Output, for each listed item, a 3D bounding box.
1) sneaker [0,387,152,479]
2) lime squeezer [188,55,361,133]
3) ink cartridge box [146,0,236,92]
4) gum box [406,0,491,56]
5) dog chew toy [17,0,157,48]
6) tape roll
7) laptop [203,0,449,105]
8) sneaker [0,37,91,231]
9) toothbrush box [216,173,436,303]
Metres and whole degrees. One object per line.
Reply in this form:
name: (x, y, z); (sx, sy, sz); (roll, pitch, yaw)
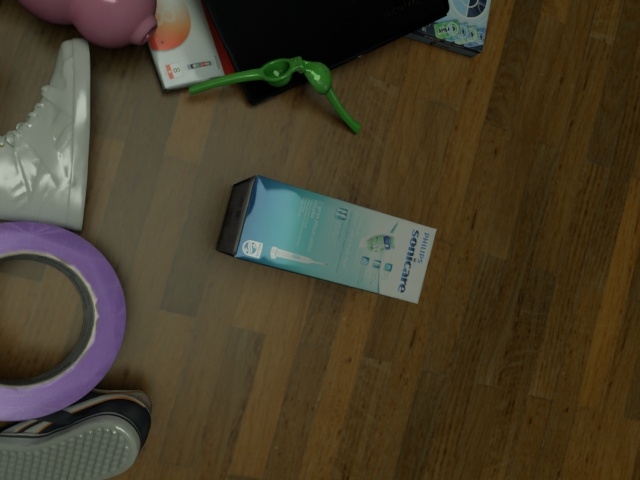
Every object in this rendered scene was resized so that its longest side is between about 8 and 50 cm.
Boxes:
sneaker: (-0.400, 0.313, 0.894); (0.321, 0.127, 0.126); (-15, 105, 9)
lime squeezer: (-0.053, -0.258, 0.977); (0.310, 0.110, 0.059); (8, 63, -24)
ink cartridge box: (-0.196, -0.336, 0.974); (0.179, 0.045, 0.145); (-19, 97, -13)
gum box: (0.242, -0.457, 1.105); (0.157, 0.041, 0.184); (10, 87, -17)
dog chew toy: (-0.374, -0.407, 0.830); (0.332, 0.206, 0.207); (40, 80, -13)
tape roll: (-0.430, 0.113, 0.851); (0.274, 0.090, 0.275); (4, 82, -32)
laptop: (-0.043, -0.514, 0.955); (0.382, 0.236, 0.408); (-25, 74, -2)
sneaker: (-0.430, -0.165, 0.873); (0.169, 0.108, 0.293); (5, 91, -20)
toothbrush box: (0.000, 0.000, 0.951); (0.295, 0.216, 0.126); (16, 87, -16)
